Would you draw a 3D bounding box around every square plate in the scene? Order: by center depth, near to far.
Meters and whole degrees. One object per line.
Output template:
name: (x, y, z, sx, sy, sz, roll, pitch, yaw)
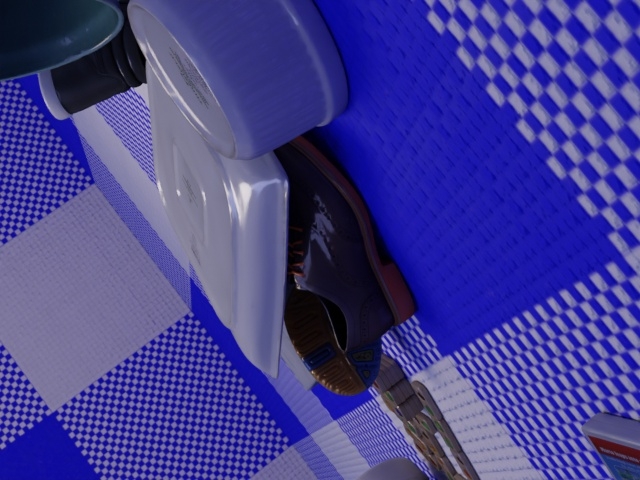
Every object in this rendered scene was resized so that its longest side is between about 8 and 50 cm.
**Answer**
square plate: (-0.129, -0.059, 1.200, 0.344, 0.049, 0.347, 96, 150, -48)

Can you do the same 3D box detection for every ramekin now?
ramekin: (-0.081, -0.169, 0.928, 0.207, 0.109, 0.207, 50, 166, 17)

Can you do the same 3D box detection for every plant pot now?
plant pot: (-0.359, -0.282, 1.018, 0.293, 0.293, 0.196, 155, 101, -76)

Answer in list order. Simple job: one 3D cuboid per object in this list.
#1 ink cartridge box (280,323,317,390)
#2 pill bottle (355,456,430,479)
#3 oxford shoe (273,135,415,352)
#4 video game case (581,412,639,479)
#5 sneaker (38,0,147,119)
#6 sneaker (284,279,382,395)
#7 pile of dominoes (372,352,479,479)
ink cartridge box: (-0.076, 0.063, 1.578, 0.324, 0.071, 0.330, 53, 164, 8)
pill bottle: (0.180, 0.491, 1.474, 0.363, 0.210, 0.210, 44, 163, 36)
oxford shoe: (0.000, 0.000, 1.095, 0.271, 0.098, 0.097, 58, 166, -18)
video game case: (0.330, 0.262, 0.794, 0.285, 0.025, 0.204, 55, 167, -7)
sneaker: (-0.269, -0.288, 1.311, 0.104, 0.147, 0.296, 68, -168, -58)
sneaker: (-0.015, 0.058, 1.319, 0.296, 0.112, 0.131, 61, 175, 8)
pile of dominoes: (0.128, 0.261, 1.442, 0.251, 0.040, 0.196, 60, 165, -22)
